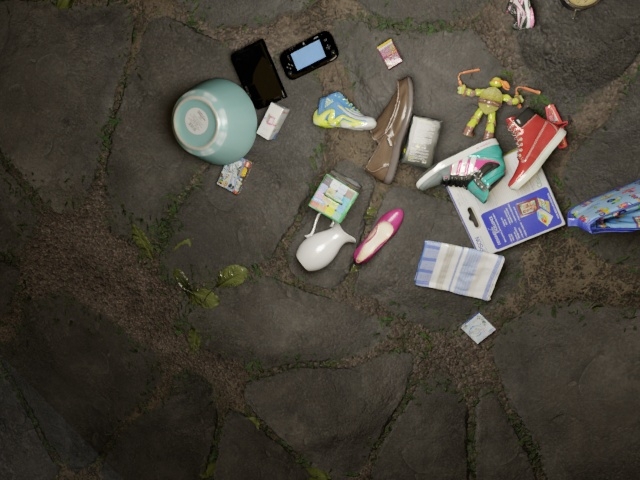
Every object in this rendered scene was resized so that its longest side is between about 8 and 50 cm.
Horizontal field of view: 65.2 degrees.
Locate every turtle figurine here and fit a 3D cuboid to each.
[{"bbox_3d":[0.567,-0.440,1.645,0.270,0.087,0.217,15,107,6],"label":"turtle figurine"}]

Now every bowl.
[{"bbox_3d":[-0.397,-0.412,1.763,0.312,0.163,0.311,5,106,17],"label":"bowl"}]

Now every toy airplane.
[{"bbox_3d":[0.757,-0.367,1.662,0.151,0.028,0.151,3,104,10],"label":"toy airplane"}]

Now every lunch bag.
[{"bbox_3d":[0.947,-0.095,1.600,0.293,0.221,0.138,-12,102,13],"label":"lunch bag"}]

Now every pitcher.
[{"bbox_3d":[0.000,0.000,1.857,0.207,0.125,0.177,-38,75,7],"label":"pitcher"}]

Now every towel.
[{"bbox_3d":[0.495,0.111,1.799,0.285,0.034,0.209,13,127,7],"label":"towel"}]

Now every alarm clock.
[{"bbox_3d":[0.813,-0.784,1.522,0.192,0.064,0.129,-42,94,20],"label":"alarm clock"}]

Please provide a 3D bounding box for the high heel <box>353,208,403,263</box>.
[{"bbox_3d":[0.210,-0.014,1.806,0.244,0.117,0.082,-43,94,17],"label":"high heel"}]

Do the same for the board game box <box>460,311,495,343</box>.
[{"bbox_3d":[0.593,0.329,1.881,0.090,0.020,0.090,45,107,-3],"label":"board game box"}]

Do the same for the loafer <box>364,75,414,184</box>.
[{"bbox_3d":[0.230,-0.376,1.697,0.130,0.134,0.366,14,107,6],"label":"loafer"}]

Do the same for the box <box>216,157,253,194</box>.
[{"bbox_3d":[-0.321,-0.254,1.883,0.094,0.027,0.137,29,108,3],"label":"box"}]

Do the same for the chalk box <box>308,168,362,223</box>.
[{"bbox_3d":[0.051,-0.153,1.747,0.132,0.213,0.132,32,108,1],"label":"chalk box"}]

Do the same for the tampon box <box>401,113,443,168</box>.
[{"bbox_3d":[0.341,-0.338,1.695,0.101,0.120,0.161,14,106,5],"label":"tampon box"}]

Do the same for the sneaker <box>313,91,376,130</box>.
[{"bbox_3d":[0.082,-0.445,1.707,0.240,0.091,0.126,11,99,26],"label":"sneaker"}]

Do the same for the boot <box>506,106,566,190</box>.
[{"bbox_3d":[0.640,-0.298,1.612,0.176,0.088,0.244,35,96,5],"label":"boot"}]

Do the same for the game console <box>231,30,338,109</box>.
[{"bbox_3d":[-0.118,-0.622,1.742,0.361,0.044,0.213,-21,100,14],"label":"game console"}]

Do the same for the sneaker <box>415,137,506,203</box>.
[{"bbox_3d":[0.478,-0.192,1.646,0.296,0.124,0.178,-27,76,13],"label":"sneaker"}]

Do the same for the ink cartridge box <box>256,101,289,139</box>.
[{"bbox_3d":[-0.167,-0.425,1.778,0.052,0.088,0.122,32,107,3],"label":"ink cartridge box"}]

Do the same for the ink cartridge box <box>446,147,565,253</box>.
[{"bbox_3d":[0.634,-0.133,1.729,0.307,0.072,0.303,-24,100,18],"label":"ink cartridge box"}]

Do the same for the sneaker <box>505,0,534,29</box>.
[{"bbox_3d":[0.616,-0.748,1.567,0.077,0.072,0.178,-11,97,24],"label":"sneaker"}]

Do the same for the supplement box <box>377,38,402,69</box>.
[{"bbox_3d":[0.233,-0.623,1.678,0.055,0.043,0.083,-27,98,15],"label":"supplement box"}]
